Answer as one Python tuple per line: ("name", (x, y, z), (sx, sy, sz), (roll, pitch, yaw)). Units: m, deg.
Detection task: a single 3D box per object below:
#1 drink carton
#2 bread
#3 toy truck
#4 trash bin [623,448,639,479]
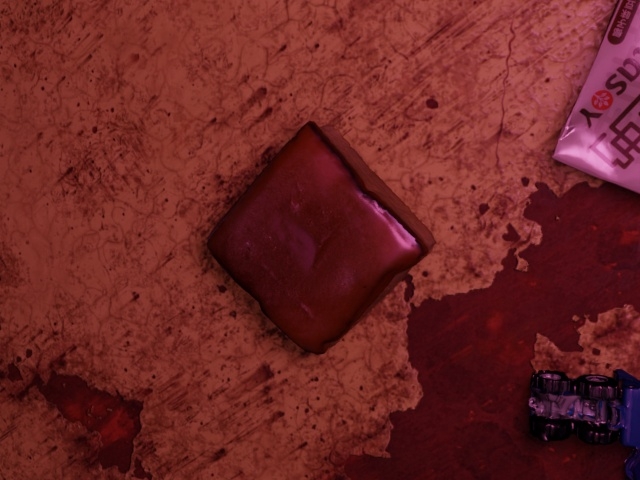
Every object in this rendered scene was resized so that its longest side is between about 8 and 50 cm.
("drink carton", (0.519, -0.248, 1.244), (0.194, 0.132, 0.325), (25, 109, 15))
("bread", (0.000, 0.000, 1.476), (0.323, 0.143, 0.333), (45, 112, 8))
("toy truck", (0.469, 0.286, 1.365), (0.208, 0.126, 0.113), (3, 96, 20))
("trash bin", (0.596, 0.412, 1.283), (0.162, 0.234, 0.184), (37, 110, 9))
